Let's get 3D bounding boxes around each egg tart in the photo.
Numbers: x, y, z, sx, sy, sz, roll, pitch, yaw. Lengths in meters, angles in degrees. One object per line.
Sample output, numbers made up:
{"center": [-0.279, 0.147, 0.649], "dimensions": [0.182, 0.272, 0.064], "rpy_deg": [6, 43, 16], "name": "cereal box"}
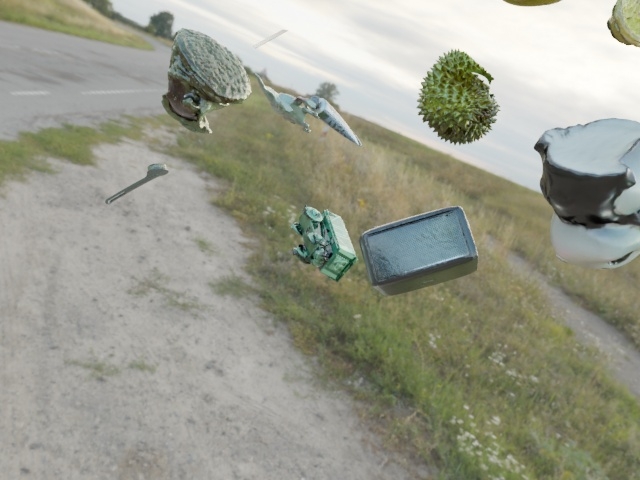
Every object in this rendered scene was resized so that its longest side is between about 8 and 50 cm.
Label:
{"center": [0.972, -0.679, 1.677], "dimensions": [0.191, 0.191, 0.074], "rpy_deg": [19, -20, -16], "name": "egg tart"}

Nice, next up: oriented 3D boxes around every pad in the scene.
{"center": [-0.194, -0.772, 2.044], "dimensions": [0.003, 0.143, 0.211], "rpy_deg": [62, 1, -24], "name": "pad"}

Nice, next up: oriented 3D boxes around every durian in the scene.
{"center": [0.326, -0.326, 1.266], "dimensions": [0.200, 0.176, 0.237], "rpy_deg": [30, -3, 18], "name": "durian"}

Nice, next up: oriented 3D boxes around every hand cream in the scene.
{"center": [0.050, -0.378, 1.690], "dimensions": [0.256, 0.055, 0.088], "rpy_deg": [25, 26, -52], "name": "hand cream"}

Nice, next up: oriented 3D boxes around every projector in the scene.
{"center": [0.394, 0.047, 2.099], "dimensions": [0.405, 0.242, 0.395], "rpy_deg": [-17, -17, 12], "name": "projector"}

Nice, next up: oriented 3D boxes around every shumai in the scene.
{"center": [-0.451, -0.548, 1.905], "dimensions": [0.330, 0.288, 0.292], "rpy_deg": [51, 39, -8], "name": "shumai"}

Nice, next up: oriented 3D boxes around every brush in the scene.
{"center": [-0.559, -0.168, 1.604], "dimensions": [0.062, 0.266, 0.027], "rpy_deg": [8, 63, -59], "name": "brush"}

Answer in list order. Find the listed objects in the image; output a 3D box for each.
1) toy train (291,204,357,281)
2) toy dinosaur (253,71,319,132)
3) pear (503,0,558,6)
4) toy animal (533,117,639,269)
{"center": [0.000, 0.000, 1.557], "dimensions": [0.154, 0.115, 0.269], "rpy_deg": [29, 22, -26], "name": "toy train"}
{"center": [-0.094, -0.325, 1.260], "dimensions": [0.242, 0.053, 0.167], "rpy_deg": [24, 0, -43], "name": "toy dinosaur"}
{"center": [0.712, -0.948, 1.732], "dimensions": [0.362, 0.362, 0.418], "rpy_deg": [28, 6, 24], "name": "pear"}
{"center": [0.506, -0.067, 0.945], "dimensions": [0.266, 0.213, 0.212], "rpy_deg": [60, -6, -28], "name": "toy animal"}
